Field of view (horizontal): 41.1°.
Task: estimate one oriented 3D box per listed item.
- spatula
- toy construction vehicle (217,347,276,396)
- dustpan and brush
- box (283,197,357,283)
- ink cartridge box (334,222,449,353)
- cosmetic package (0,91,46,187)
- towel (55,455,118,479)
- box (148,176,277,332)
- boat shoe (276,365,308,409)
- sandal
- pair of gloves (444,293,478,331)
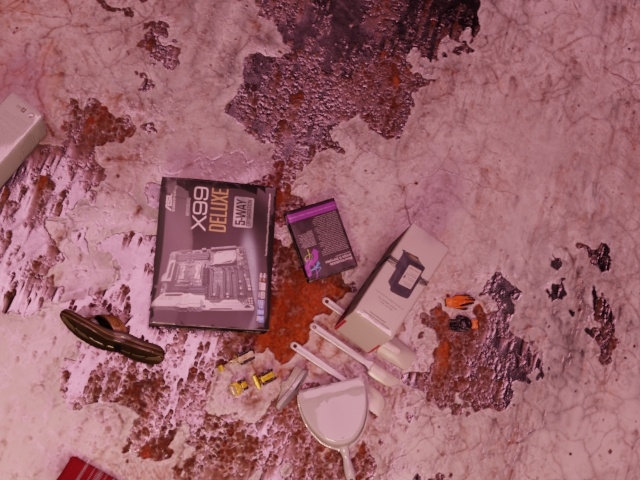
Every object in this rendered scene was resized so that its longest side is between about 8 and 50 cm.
[{"bbox_3d":[0.070,0.238,1.823,0.242,0.019,0.168,35,74,0],"label":"spatula"},{"bbox_3d":[-0.153,0.270,1.757,0.098,0.035,0.086,-28,97,-14],"label":"toy construction vehicle"},{"bbox_3d":[0.043,0.403,1.766,0.147,0.060,0.211,-12,75,-4],"label":"dustpan and brush"},{"bbox_3d":[0.000,0.000,1.849,0.116,0.029,0.162,-17,81,-15],"label":"box"},{"bbox_3d":[0.147,0.100,1.777,0.100,0.172,0.237,36,68,-1],"label":"ink cartridge box"},{"bbox_3d":[-0.649,-0.169,1.690,0.085,0.117,0.231,37,71,-3],"label":"cosmetic package"},{"bbox_3d":[-0.386,0.527,1.582,0.275,0.199,0.031,32,113,-5],"label":"towel"},{"bbox_3d":[-0.221,0.032,1.765,0.242,0.076,0.307,6,77,-12],"label":"box"},{"bbox_3d":[-0.067,0.304,1.770,0.035,0.035,0.100,29,76,23],"label":"boat shoe"},{"bbox_3d":[-0.407,0.181,1.689,0.219,0.090,0.060,20,58,-7],"label":"sandal"},{"bbox_3d":[0.314,0.161,1.897,0.074,0.010,0.083,-4,82,-15],"label":"pair of gloves"}]
